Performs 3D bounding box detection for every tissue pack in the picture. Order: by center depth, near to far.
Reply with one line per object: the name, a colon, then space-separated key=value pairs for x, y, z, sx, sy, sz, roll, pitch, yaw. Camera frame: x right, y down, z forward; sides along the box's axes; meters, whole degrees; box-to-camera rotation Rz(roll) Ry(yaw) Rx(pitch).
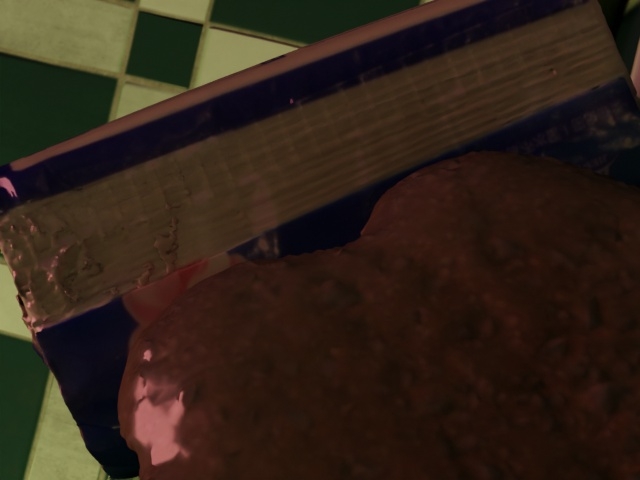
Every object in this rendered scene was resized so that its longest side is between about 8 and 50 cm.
tissue pack: x=0.000 y=0.000 z=0.670 sx=0.209 sy=0.269 sz=0.137 roll=107 pitch=141 yaw=-74

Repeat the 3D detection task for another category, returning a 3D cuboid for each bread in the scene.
bread: x=0.017 y=0.102 z=0.448 sx=0.102 sy=0.183 sz=0.337 roll=90 pitch=-168 yaw=-47

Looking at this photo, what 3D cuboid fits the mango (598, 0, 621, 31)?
mango: x=0.122 y=-0.135 z=0.923 sx=0.251 sy=0.114 sz=0.156 roll=98 pitch=-167 yaw=-59
